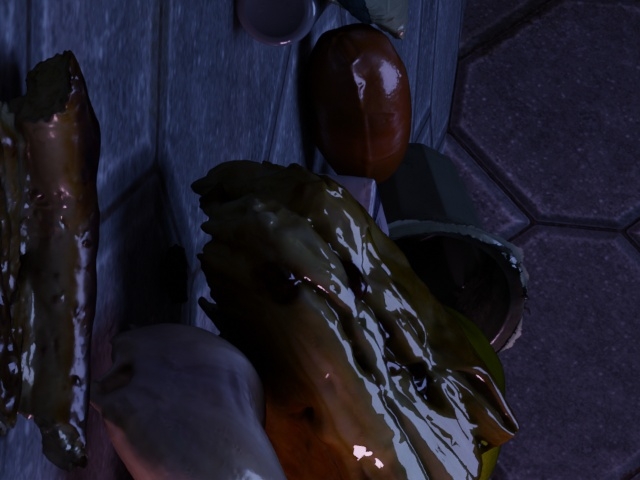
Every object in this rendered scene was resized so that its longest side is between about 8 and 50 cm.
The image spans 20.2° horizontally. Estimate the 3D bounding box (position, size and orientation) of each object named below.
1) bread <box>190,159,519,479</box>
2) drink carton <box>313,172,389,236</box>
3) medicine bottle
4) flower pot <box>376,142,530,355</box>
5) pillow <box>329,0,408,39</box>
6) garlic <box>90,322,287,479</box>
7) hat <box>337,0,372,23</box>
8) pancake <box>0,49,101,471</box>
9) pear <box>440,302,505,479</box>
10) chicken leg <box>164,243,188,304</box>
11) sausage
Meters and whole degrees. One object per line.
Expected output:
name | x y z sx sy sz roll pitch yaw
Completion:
bread | 0.008 0.094 1.520 0.314 0.191 0.370 6 -55 64
drink carton | -0.001 0.000 1.955 0.222 0.134 0.101 64 31 -75
medicine bottle | -0.032 -0.243 1.757 0.130 0.080 0.080 -64 158 -66
flower pot | 0.121 0.017 2.349 0.259 0.290 0.290 -97 -175 -53
pillow | 0.038 -0.389 2.020 0.274 0.076 0.280 13 79 -65
garlic | -0.086 0.144 1.356 0.217 0.110 0.228 60 7 25
hat | 0.011 -0.292 1.696 0.191 0.078 0.138 41 22 -35
pancake | -0.169 0.003 1.076 0.257 0.056 0.212 80 18 -63
pear | 0.080 0.196 2.130 0.294 0.294 0.294 6 90 -82
chicken leg | -0.122 0.024 1.524 0.083 0.021 0.036 93 1 -55
sausage | 0.051 -0.161 2.190 0.258 0.133 0.133 85 14 -56
